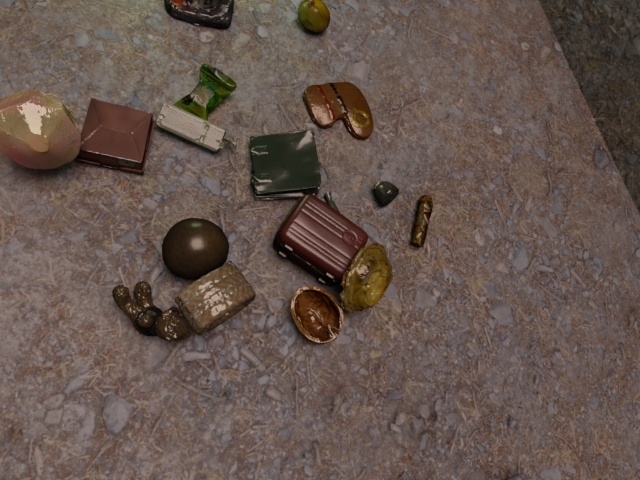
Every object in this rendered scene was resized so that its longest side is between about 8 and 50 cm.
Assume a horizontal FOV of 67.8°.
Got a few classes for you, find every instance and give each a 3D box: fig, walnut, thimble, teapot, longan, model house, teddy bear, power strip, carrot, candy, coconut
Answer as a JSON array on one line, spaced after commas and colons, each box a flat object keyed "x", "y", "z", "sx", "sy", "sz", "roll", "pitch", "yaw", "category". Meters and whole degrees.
[{"x": -0.028, "y": -0.962, "z": 2.034, "sx": 0.152, "sy": 0.120, "sz": 0.136, "roll": -12, "pitch": 70, "yaw": -47, "category": "fig"}, {"x": -0.018, "y": 0.255, "z": 1.636, "sx": 0.167, "sy": 0.087, "sz": 0.211, "roll": -34, "pitch": 84, "yaw": -20, "category": "walnut"}, {"x": -0.326, "y": 0.180, "z": 1.486, "sx": 0.229, "sy": 0.196, "sz": 0.148, "roll": -31, "pitch": 79, "yaw": -34, "category": "thimble"}, {"x": 0.258, "y": -0.195, "z": 1.905, "sx": 0.092, "sy": 0.124, "sz": 0.091, "roll": -46, "pitch": 72, "yaw": 13, "category": "teapot"}, {"x": -0.398, "y": 0.023, "z": 1.523, "sx": 0.212, "sy": 0.198, "sz": 0.198, "roll": -8, "pitch": 75, "yaw": -21, "category": "longan"}, {"x": -0.445, "y": -0.998, "z": 1.799, "sx": 0.271, "sy": 0.301, "sz": 0.190, "roll": 9, "pitch": 62, "yaw": -17, "category": "model house"}, {"x": -0.509, "y": 0.232, "z": 1.445, "sx": 0.251, "sy": 0.129, "sz": 0.182, "roll": 33, "pitch": 21, "yaw": 15, "category": "teddy bear"}, {"x": -0.437, "y": -0.391, "z": 1.703, "sx": 0.287, "sy": 0.053, "sz": 0.093, "roll": 23, "pitch": 88, "yaw": -15, "category": "power strip"}, {"x": 0.042, "y": -0.134, "z": 1.819, "sx": 0.042, "sy": 0.043, "sz": 0.111, "roll": -12, "pitch": 73, "yaw": -23, "category": "teapot"}, {"x": 0.409, "y": -0.077, "z": 1.919, "sx": 0.068, "sy": 0.069, "sz": 0.229, "roll": 21, "pitch": 68, "yaw": -12, "category": "carrot"}, {"x": -0.435, "y": -0.525, "z": 1.759, "sx": 0.149, "sy": 0.069, "sz": 0.246, "roll": 34, "pitch": 71, "yaw": -8, "category": "candy"}, {"x": -0.847, "y": -0.335, "z": 1.425, "sx": 0.233, "sy": 0.233, "sz": 0.245, "roll": -23, "pitch": 42, "yaw": -25, "category": "coconut"}]

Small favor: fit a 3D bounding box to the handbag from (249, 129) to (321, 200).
[{"x": -0.134, "y": -0.280, "z": 1.760, "sx": 0.259, "sy": 0.079, "sz": 0.248, "roll": -5, "pitch": 71, "yaw": -8, "category": "handbag"}]

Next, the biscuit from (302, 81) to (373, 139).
[{"x": 0.081, "y": -0.534, "z": 1.960, "sx": 0.276, "sy": 0.052, "sz": 0.262, "roll": -11, "pitch": 76, "yaw": -23, "category": "biscuit"}]

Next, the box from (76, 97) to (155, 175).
[{"x": -0.685, "y": -0.347, "z": 1.598, "sx": 0.214, "sy": 0.086, "sz": 0.215, "roll": 11, "pitch": 69, "yaw": -16, "category": "box"}]

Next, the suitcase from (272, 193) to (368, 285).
[{"x": 0.000, "y": 0.000, "z": 1.688, "sx": 0.297, "sy": 0.161, "sz": 0.236, "roll": 34, "pitch": 65, "yaw": -6, "category": "suitcase"}]

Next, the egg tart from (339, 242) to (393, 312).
[{"x": 0.170, "y": 0.138, "z": 1.656, "sx": 0.094, "sy": 0.279, "sz": 0.279, "roll": 21, "pitch": 59, "yaw": 31, "category": "egg tart"}]
